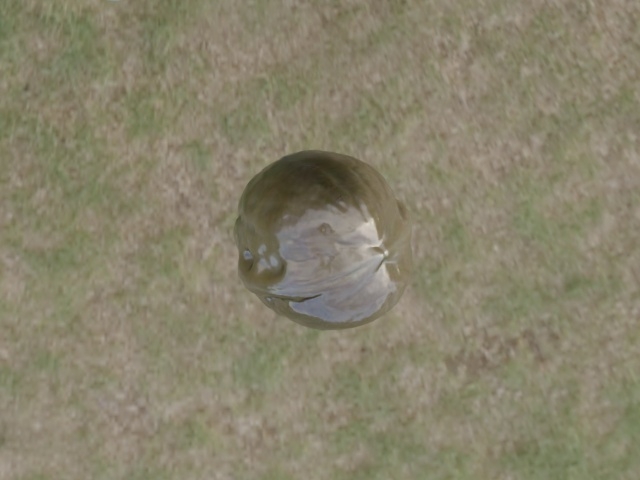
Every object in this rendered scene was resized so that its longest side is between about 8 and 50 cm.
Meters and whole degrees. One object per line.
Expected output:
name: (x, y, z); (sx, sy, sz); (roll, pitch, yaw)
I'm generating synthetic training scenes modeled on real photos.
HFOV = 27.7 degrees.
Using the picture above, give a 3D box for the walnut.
walnut: (0.001, -0.001, 0.996); (0.140, 0.162, 0.140); (-2, 94, -39)
